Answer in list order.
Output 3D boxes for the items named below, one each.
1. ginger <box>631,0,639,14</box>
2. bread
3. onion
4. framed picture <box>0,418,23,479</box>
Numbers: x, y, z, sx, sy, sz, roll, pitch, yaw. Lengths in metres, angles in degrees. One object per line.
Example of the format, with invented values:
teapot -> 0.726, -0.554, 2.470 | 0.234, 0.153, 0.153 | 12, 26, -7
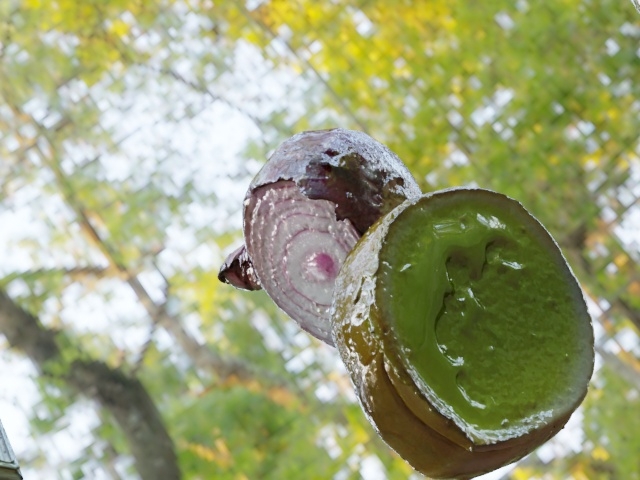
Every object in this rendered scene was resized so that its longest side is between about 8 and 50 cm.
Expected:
ginger -> 0.140, -0.140, 0.630 | 0.176, 0.256, 0.375 | -43, -55, 16
bread -> 0.114, 0.070, 1.432 | 0.236, 0.236, 0.070 | -7, -17, -37
onion -> 0.000, 0.000, 1.649 | 0.218, 0.195, 0.140 | -20, 22, 45
framed picture -> -0.362, 0.099, 1.410 | 0.252, 0.197, 0.014 | 16, -64, -35
